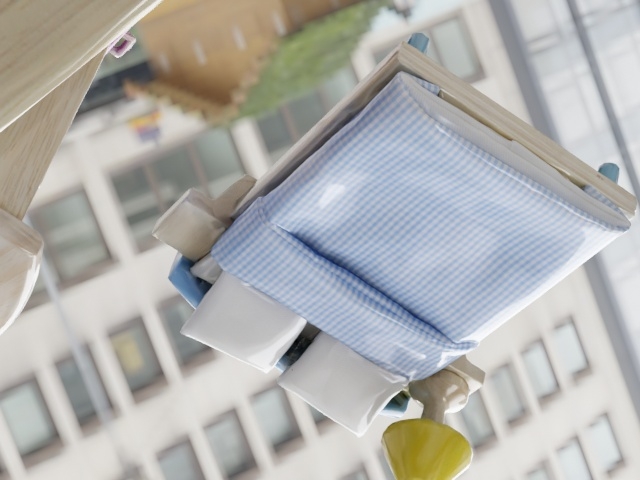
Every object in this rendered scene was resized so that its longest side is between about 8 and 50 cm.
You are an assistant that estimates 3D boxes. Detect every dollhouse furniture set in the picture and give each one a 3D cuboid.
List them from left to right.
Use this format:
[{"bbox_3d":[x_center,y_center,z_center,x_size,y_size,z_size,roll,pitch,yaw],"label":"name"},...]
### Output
[{"bbox_3d":[0.000,0.000,0.791,0.286,0.303,0.198,-39,-156,46],"label":"dollhouse furniture set"}]

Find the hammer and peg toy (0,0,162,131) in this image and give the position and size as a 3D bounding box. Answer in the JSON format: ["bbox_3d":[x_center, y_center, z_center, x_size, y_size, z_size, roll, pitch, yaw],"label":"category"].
[{"bbox_3d":[-0.061,-0.186,0.334,0.361,0.266,0.127,-40,-169,-1],"label":"hammer and peg toy"}]
